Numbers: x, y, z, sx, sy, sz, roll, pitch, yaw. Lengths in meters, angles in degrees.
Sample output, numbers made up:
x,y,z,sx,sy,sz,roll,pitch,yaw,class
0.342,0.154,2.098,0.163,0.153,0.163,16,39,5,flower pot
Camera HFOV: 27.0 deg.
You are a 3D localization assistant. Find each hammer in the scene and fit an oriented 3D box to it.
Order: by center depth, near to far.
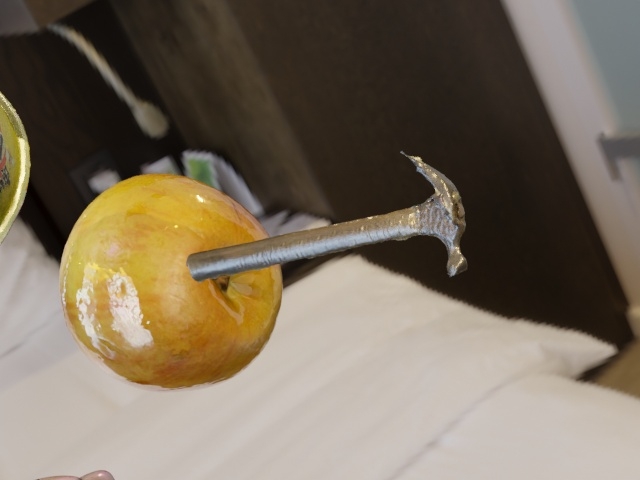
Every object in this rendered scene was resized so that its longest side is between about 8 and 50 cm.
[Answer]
x,y,z,sx,sy,sz,roll,pitch,yaw,class
0.000,0.000,1.286,0.297,0.125,0.027,-14,-11,27,hammer

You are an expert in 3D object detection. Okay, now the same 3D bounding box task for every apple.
x,y,z,sx,sy,sz,roll,pitch,yaw,class
-0.181,0.054,1.659,0.233,0.286,0.286,0,33,38,apple

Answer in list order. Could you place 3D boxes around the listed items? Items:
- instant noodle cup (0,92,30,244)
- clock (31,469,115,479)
x,y,z,sx,sy,sz,roll,pitch,yaw,class
-0.395,-0.100,1.125,0.264,0.200,0.264,-1,63,1,instant noodle cup
-0.438,0.412,1.767,0.322,0.113,0.295,-33,-15,18,clock
